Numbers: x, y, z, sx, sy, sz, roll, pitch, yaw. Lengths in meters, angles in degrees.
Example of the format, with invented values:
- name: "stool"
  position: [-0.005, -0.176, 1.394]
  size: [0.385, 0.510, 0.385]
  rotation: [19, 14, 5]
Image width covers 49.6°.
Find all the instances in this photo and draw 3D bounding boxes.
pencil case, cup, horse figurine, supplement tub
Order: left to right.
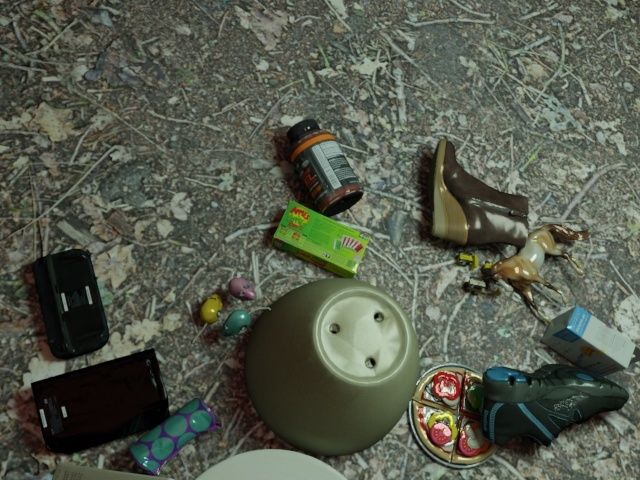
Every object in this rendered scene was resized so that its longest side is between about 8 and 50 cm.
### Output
- name: "pencil case"
  position: [-0.251, 0.339, 1.194]
  size: [0.151, 0.064, 0.070]
  rotation: [-36, 64, -24]
- name: "supplement tub"
  position: [0.003, -0.156, 1.450]
  size: [0.106, 0.106, 0.198]
  rotation: [-22, 73, -21]
- name: "cup"
  position: [0.044, 0.200, 1.232]
  size: [0.331, 0.237, 0.331]
  rotation: [5, 66, -12]
- name: "horse figurine"
  position: [0.478, 0.049, 1.500]
  size: [0.174, 0.066, 0.263]
  rotation: [40, 64, 2]

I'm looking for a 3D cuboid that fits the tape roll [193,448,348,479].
- name: "tape roll"
  position: [-0.084, 0.541, 1.120]
  size: [0.392, 0.072, 0.392]
  rotation: [3, 66, -6]

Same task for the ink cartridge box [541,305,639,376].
- name: "ink cartridge box"
  position: [0.565, 0.221, 1.424]
  size: [0.181, 0.104, 0.061]
  rotation: [34, 64, 2]

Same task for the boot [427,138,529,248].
- name: "boot"
  position: [0.341, -0.100, 1.502]
  size: [0.206, 0.090, 0.248]
  rotation: [5, 66, -2]

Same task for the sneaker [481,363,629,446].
- name: "sneaker"
  position: [0.452, 0.323, 1.359]
  size: [0.340, 0.125, 0.140]
  rotation: [5, 97, -22]

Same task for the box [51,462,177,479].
- name: "box"
  position: [-0.286, 0.423, 1.042]
  size: [0.232, 0.148, 0.127]
  rotation: [-3, 60, 29]

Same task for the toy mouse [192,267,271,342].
- name: "toy mouse"
  position: [-0.160, 0.119, 1.288]
  size: [0.143, 0.031, 0.161]
  rotation: [2, 58, 28]

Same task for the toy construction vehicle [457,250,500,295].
- name: "toy construction vehicle"
  position: [0.336, 0.073, 1.476]
  size: [0.098, 0.035, 0.086]
  rotation: [12, 54, -12]

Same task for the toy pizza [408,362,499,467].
- name: "toy pizza"
  position: [0.269, 0.335, 1.342]
  size: [0.201, 0.032, 0.201]
  rotation: [5, 66, -12]

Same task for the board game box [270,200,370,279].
- name: "board game box"
  position: [0.000, 0.000, 1.415]
  size: [0.181, 0.043, 0.092]
  rotation: [24, 63, -3]

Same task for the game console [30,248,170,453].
- name: "game console"
  position: [-0.413, 0.180, 1.237]
  size: [0.213, 0.044, 0.361]
  rotation: [-13, 71, -21]
